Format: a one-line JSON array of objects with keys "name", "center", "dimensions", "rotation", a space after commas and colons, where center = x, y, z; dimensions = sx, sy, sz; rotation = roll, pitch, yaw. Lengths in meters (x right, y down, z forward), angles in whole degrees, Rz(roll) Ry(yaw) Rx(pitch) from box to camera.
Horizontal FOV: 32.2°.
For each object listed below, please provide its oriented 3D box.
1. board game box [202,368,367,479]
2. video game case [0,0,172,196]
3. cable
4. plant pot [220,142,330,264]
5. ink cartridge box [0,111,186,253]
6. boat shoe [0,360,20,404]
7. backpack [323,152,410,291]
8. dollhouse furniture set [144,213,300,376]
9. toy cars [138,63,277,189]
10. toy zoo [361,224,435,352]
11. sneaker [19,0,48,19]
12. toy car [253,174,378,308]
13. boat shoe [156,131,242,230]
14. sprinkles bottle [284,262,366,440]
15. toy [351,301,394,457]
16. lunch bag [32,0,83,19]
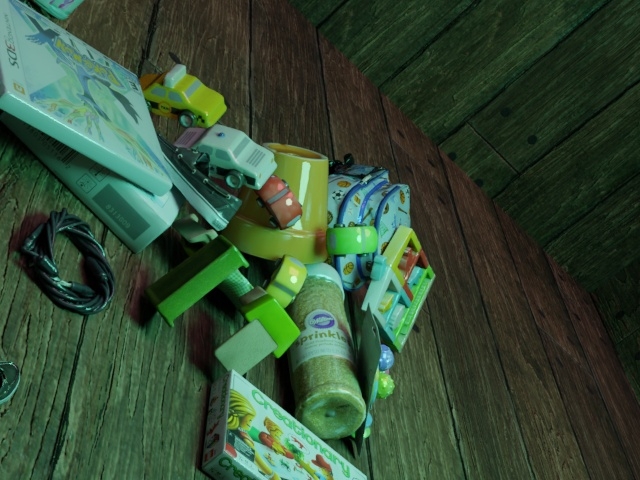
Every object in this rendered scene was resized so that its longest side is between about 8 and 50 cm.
[{"name": "board game box", "center": [-0.045, 0.349, 1.663], "dimensions": [0.305, 0.053, 0.193], "rotation": [42, 21, -22]}, {"name": "video game case", "center": [-0.389, -0.240, 1.751], "dimensions": [0.329, 0.036, 0.300], "rotation": [31, 26, -43]}, {"name": "cable", "center": [-0.350, 0.027, 1.598], "dimensions": [0.150, 0.047, 0.184], "rotation": [46, 19, -11]}, {"name": "plant pot", "center": [-0.068, -0.076, 2.057], "dimensions": [0.205, 0.188, 0.205], "rotation": [12, 13, -3]}, {"name": "ink cartridge box", "center": [-0.349, -0.178, 1.908], "dimensions": [0.308, 0.091, 0.385], "rotation": [46, 21, -13]}, {"name": "boat shoe", "center": [-0.383, 0.168, 1.281], "dimensions": [0.049, 0.040, 0.142], "rotation": [50, 20, -1]}, {"name": "backpack", "center": [0.062, -0.015, 2.267], "dimensions": [0.263, 0.213, 0.276], "rotation": [-27, 116, -52]}, {"name": "dollhouse furniture set", "center": [-0.183, 0.094, 1.810], "dimensions": [0.197, 0.151, 0.301], "rotation": [54, -9, -22]}, {"name": "toy cars", "center": [-0.223, -0.220, 1.999], "dimensions": [0.176, 0.087, 0.393], "rotation": [-15, 43, -25]}, {"name": "toy zoo", "center": [0.157, 0.095, 2.255], "dimensions": [0.030, 0.192, 0.293], "rotation": [19, -18, 24]}, {"name": "sneaker", "center": [-0.535, -0.420, 2.038], "dimensions": [0.083, 0.031, 0.035], "rotation": [42, 7, -32]}, {"name": "toy car", "center": [0.000, 0.000, 1.957], "dimensions": [0.053, 0.225, 0.239], "rotation": [-179, -94, -75]}, {"name": "boat shoe", "center": [-0.211, -0.116, 1.850], "dimensions": [0.228, 0.076, 0.080], "rotation": [48, 3, 30]}, {"name": "sprinkles bottle", "center": [-0.001, 0.186, 1.951], "dimensions": [0.121, 0.121, 0.355], "rotation": [38, 23, -30]}, {"name": "toy", "center": [0.093, 0.241, 1.906], "dimensions": [0.056, 0.237, 0.137], "rotation": [5, 32, -13]}, {"name": "lunch bag", "center": [-0.553, -0.530, 2.038], "dimensions": [0.279, 0.108, 0.224], "rotation": [38, 5, -37]}]
